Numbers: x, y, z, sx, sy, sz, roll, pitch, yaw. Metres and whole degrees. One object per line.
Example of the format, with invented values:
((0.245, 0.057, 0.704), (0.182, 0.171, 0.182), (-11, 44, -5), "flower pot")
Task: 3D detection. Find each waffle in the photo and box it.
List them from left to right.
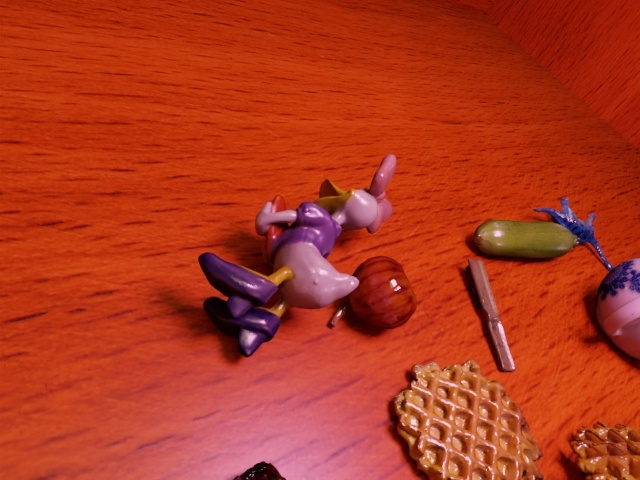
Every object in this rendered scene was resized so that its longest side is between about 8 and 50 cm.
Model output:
((0.231, 0.301, 0.703), (0.238, 0.058, 0.243), (-8, 54, -32), "waffle")
((0.559, 0.376, 0.699), (0.293, 0.069, 0.260), (8, 5, 29), "waffle")

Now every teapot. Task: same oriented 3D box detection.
((0.792, 0.140, 1.003), (0.424, 0.280, 0.252), (-3, 52, -31), "teapot")

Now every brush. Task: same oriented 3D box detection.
((0.348, 0.151, 0.919), (0.043, 0.036, 0.248), (7, 55, -20), "brush")

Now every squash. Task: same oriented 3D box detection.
((0.534, -0.001, 1.116), (0.379, 0.101, 0.101), (3, 50, -30), "squash")

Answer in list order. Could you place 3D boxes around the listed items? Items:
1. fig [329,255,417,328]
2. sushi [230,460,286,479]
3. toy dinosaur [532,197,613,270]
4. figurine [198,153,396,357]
((0.101, 0.104, 0.768), (0.128, 0.150, 0.128), (30, 8, -5), "fig")
((-0.071, 0.301, 0.487), (0.084, 0.098, 0.094), (-16, 51, -44), "sushi")
((0.737, -0.044, 1.293), (0.329, 0.076, 0.144), (35, 49, -13), "toy dinosaur")
((-0.006, 0.001, 0.724), (0.193, 0.154, 0.421), (19, 46, 21), "figurine")
